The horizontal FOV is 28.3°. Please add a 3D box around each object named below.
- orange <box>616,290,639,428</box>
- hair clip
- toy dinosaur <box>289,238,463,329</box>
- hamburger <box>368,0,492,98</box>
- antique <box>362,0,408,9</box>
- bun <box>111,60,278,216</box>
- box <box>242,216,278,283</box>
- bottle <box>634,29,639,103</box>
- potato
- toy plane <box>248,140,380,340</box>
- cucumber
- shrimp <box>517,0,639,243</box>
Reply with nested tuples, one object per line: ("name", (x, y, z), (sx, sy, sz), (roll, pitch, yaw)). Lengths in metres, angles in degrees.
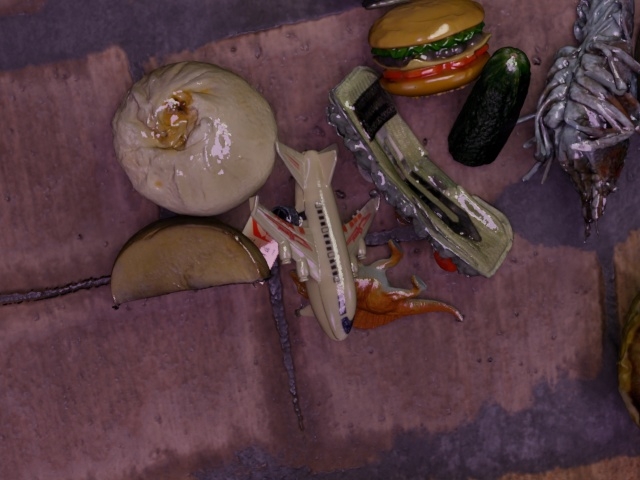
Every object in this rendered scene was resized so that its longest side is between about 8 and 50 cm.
("orange", (0.549, 0.115, 1.637), (0.368, 0.210, 0.271), (-27, 97, 7))
("hair clip", (0.115, -0.075, 1.659), (0.321, 0.138, 0.091), (49, 135, -8))
("toy dinosaur", (0.074, 0.080, 1.716), (0.142, 0.057, 0.212), (-42, 96, 19))
("hamburger", (0.140, -0.246, 1.604), (0.162, 0.162, 0.115), (-14, 109, 3))
("antique", (0.055, -0.433, 1.582), (0.150, 0.125, 0.284), (-11, 100, 3))
("bun", (-0.164, -0.139, 1.611), (0.222, 0.127, 0.222), (-1, 73, 3))
("box", (-0.083, 0.006, 1.722), (0.058, 0.015, 0.093), (27, 100, -3))
("bottle", (0.587, -0.220, 1.593), (0.351, 0.171, 0.172), (0, 101, 1))
("potato", (-0.160, 0.013, 1.650), (0.243, 0.138, 0.098), (-9, 102, 25))
("toy plane", (0.000, 0.000, 1.621), (0.104, 0.242, 0.256), (-2, 91, 41))
("cucumber", (0.218, -0.169, 1.594), (0.074, 0.241, 0.075), (2, 69, -6))
("shrimp", (0.338, -0.211, 1.605), (0.166, 0.221, 0.411), (17, 82, -28))
